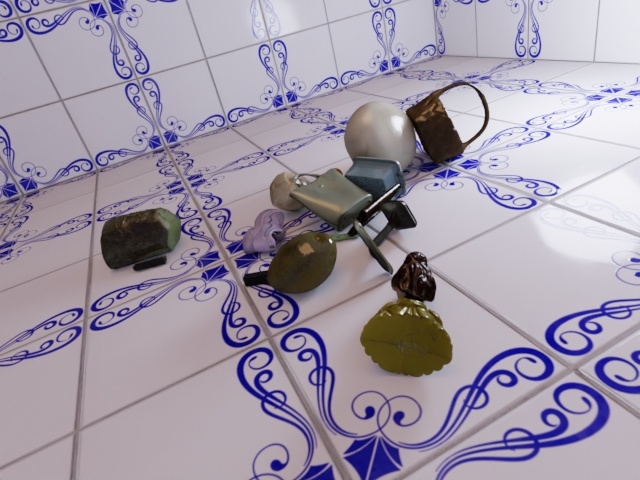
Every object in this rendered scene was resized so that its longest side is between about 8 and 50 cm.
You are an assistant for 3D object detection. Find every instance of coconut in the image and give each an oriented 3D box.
[{"bbox_3d":[-0.134,-0.197,1.745,0.162,0.161,0.161,14,16,-31],"label":"coconut"}]

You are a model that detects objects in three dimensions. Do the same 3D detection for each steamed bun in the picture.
[{"bbox_3d":[0.264,-0.433,1.814,0.324,0.324,0.206,-36,4,-33],"label":"steamed bun"}]

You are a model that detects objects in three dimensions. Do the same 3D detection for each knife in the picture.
[{"bbox_3d":[0.000,-0.002,1.515,0.293,0.020,0.043,-8,29,10],"label":"knife"}]

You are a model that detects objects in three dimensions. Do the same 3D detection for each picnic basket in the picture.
[{"bbox_3d":[0.563,-0.515,1.839,0.337,0.293,0.337,-28,23,13],"label":"picnic basket"}]

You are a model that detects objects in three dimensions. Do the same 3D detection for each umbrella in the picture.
[{"bbox_3d":[-0.649,0.089,1.640,0.133,0.031,0.036,-15,4,0],"label":"umbrella"}]

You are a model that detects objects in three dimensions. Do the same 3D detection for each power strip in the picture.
[{"bbox_3d":[-0.192,0.119,1.377,0.111,0.038,0.029,-9,29,8],"label":"power strip"}]

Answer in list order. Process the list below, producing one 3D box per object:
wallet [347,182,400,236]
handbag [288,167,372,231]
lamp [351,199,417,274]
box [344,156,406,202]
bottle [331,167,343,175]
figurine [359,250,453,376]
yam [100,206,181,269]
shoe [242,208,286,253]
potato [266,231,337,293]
[{"bbox_3d":[0.191,-0.108,1.509,0.039,0.133,0.243,41,46,10],"label":"wallet"},{"bbox_3d":[0.023,-0.184,1.609,0.241,0.109,0.315,-34,63,-33],"label":"handbag"},{"bbox_3d":[0.181,-0.046,1.343,0.124,0.203,0.283,-15,27,41],"label":"lamp"},{"bbox_3d":[0.211,-0.234,1.681,0.227,0.162,0.130,16,52,41],"label":"box"},{"bbox_3d":[0.039,-0.247,1.867,0.069,0.069,0.187,1,35,25],"label":"bottle"},{"bbox_3d":[0.220,0.161,1.047,0.187,0.168,0.315,-15,19,22],"label":"figurine"},{"bbox_3d":[-0.702,-0.022,1.702,0.271,0.202,0.202,-7,31,1],"label":"yam"},{"bbox_3d":[-0.177,-0.037,1.586,0.137,0.095,0.245,5,38,26],"label":"shoe"},{"bbox_3d":[-0.054,0.068,1.295,0.235,0.160,0.178,-32,7,-2],"label":"potato"}]
